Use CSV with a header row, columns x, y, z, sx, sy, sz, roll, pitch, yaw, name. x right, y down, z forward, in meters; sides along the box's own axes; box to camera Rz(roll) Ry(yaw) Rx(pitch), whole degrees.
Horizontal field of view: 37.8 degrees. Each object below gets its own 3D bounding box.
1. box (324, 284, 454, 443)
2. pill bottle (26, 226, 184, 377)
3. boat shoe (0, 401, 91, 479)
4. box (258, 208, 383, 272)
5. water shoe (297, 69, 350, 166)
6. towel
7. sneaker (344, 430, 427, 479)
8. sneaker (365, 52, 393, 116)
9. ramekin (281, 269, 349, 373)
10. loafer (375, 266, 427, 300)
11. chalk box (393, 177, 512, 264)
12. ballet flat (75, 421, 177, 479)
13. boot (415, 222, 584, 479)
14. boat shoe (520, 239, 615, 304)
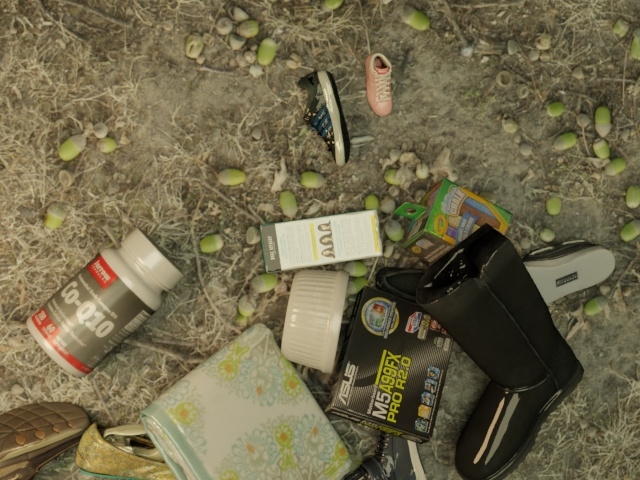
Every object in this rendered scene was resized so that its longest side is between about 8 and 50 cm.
x,y,z,sx,sy,sz,roll,pitch,yaw,name
0.148,0.254,1.910,0.216,0.060,0.270,21,67,-7,box
-0.416,0.116,1.828,0.283,0.161,0.161,-44,96,-5,pill bottle
-0.622,0.429,1.839,0.355,0.132,0.130,-18,123,-16,boat shoe
0.000,0.000,1.931,0.244,0.060,0.100,-8,92,-7,box
0.007,-0.247,1.933,0.080,0.073,0.203,-12,89,15,water shoe
-0.136,0.399,1.850,0.320,0.090,0.374,-36,97,-37,towel
0.118,0.441,1.944,0.163,0.086,0.226,-17,94,-9,sneaker
0.124,-0.325,1.937,0.051,0.070,0.134,-11,94,-9,sneaker
-0.012,0.154,1.866,0.109,0.207,0.207,10,90,1,ramekin
0.226,0.100,1.954,0.223,0.078,0.076,10,88,-8,loafer
0.257,-0.030,1.914,0.213,0.132,0.132,28,67,-8,chalk box
-0.305,0.429,1.856,0.348,0.123,0.123,13,89,-13,ballet flat
0.316,0.235,1.835,0.367,0.146,0.445,-50,131,-14,boot
0.465,0.065,1.974,0.301,0.102,0.108,-18,116,-12,boat shoe
